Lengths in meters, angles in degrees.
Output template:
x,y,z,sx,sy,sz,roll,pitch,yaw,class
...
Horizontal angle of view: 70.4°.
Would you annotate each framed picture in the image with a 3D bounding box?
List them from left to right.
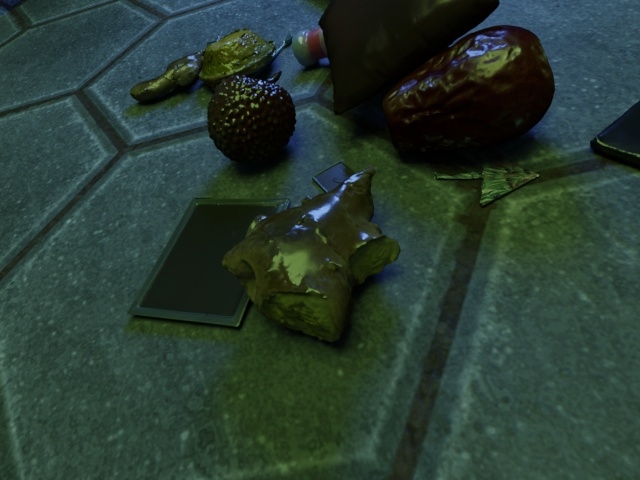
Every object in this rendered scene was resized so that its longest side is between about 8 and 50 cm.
x,y,z,sx,sy,sz,roll,pitch,yaw,class
-0.173,0.023,0.736,0.197,0.014,0.252,2,50,20,framed picture
0.033,-0.102,0.784,0.066,0.006,0.089,-32,48,-11,framed picture

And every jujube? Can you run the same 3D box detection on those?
x,y,z,sx,sy,sz,roll,pitch,yaw,class
0.226,-0.227,0.720,0.256,0.190,0.189,-13,47,17,jujube

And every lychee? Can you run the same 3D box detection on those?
x,y,z,sx,sy,sz,roll,pitch,yaw,class
-0.125,-0.237,0.849,0.165,0.165,0.197,11,82,26,lychee

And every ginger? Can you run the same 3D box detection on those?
x,y,z,sx,sy,sz,roll,pitch,yaw,class
-0.388,-0.419,1.173,0.214,0.058,0.132,-21,38,11,ginger
0.000,0.000,0.631,0.219,0.123,0.270,15,46,25,ginger

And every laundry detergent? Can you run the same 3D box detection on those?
x,y,z,sx,sy,sz,roll,pitch,yaw,class
0.092,-0.459,0.985,0.336,0.087,0.158,-2,53,32,laundry detergent

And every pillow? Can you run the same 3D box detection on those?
x,y,z,sx,sy,sz,roll,pitch,yaw,class
0.125,-0.409,0.810,0.306,0.108,0.307,-28,50,28,pillow

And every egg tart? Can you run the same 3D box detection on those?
x,y,z,sx,sy,sz,roll,pitch,yaw,class
-0.210,-0.453,1.112,0.213,0.090,0.212,-14,40,12,egg tart

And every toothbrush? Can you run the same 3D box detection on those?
x,y,z,sx,sy,sz,roll,pitch,yaw,class
-0.127,-0.459,1.145,0.016,0.019,0.219,36,61,-5,toothbrush

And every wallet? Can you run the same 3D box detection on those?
x,y,z,sx,sy,sz,roll,pitch,yaw,class
0.552,-0.193,0.674,0.285,0.030,0.146,-38,45,-14,wallet

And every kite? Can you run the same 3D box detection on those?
x,y,z,sx,sy,sz,roll,pitch,yaw,class
0.256,-0.102,0.708,0.157,0.011,0.139,2,48,19,kite
